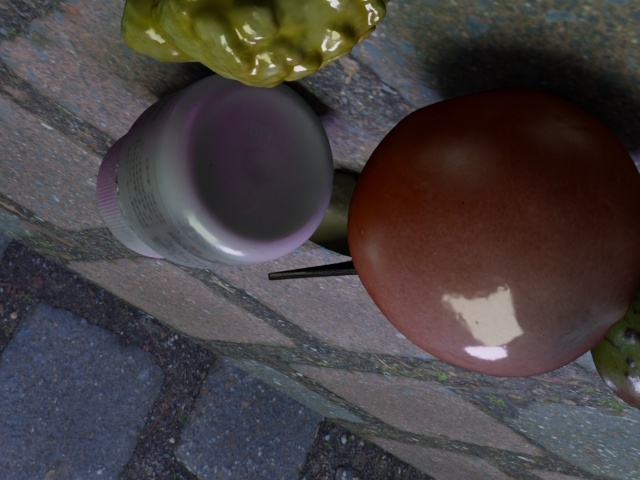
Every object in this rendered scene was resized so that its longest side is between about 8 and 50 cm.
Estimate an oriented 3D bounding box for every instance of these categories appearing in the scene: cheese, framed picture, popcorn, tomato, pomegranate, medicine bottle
[{"bbox_3d":[0.026,-0.042,1.437,0.202,0.091,0.175,14,157,24],"label":"cheese"},{"bbox_3d":[0.107,0.035,1.444,0.255,0.014,0.339,-8,-179,-34],"label":"framed picture"},{"bbox_3d":[-0.055,-0.234,0.828,0.266,0.233,0.192,-15,151,21],"label":"popcorn"},{"bbox_3d":[0.201,-0.004,0.999,0.322,0.321,0.321,21,161,8],"label":"tomato"},{"bbox_3d":[0.428,0.081,1.160,0.306,0.242,0.242,55,-176,39],"label":"pomegranate"},{"bbox_3d":[-0.162,-0.085,1.287,0.256,0.256,0.325,33,157,-26],"label":"medicine bottle"}]

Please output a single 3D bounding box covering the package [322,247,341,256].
[{"bbox_3d":[0.000,0.000,1.691,0.110,0.015,0.037,34,163,-25],"label":"package"}]
